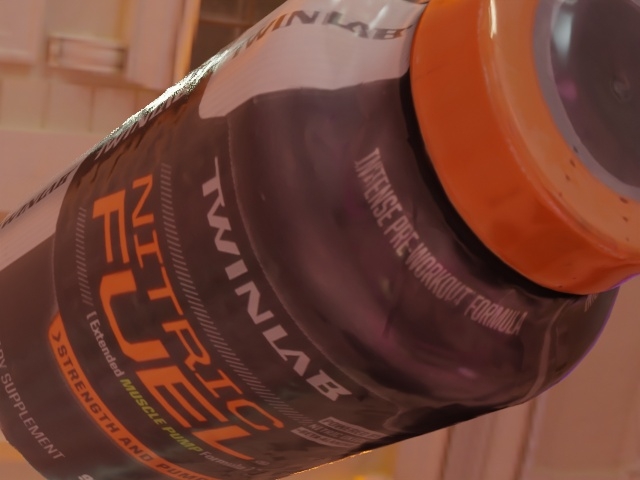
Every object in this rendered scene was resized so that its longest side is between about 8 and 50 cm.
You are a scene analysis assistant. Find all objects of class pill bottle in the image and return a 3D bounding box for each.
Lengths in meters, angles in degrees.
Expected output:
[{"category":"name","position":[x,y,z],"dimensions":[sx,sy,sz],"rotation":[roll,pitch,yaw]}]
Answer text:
[{"category":"pill bottle","position":[0.000,0.000,0.418],"dimensions":[0.245,0.130,0.131],"rotation":[-28,-118,48]}]
